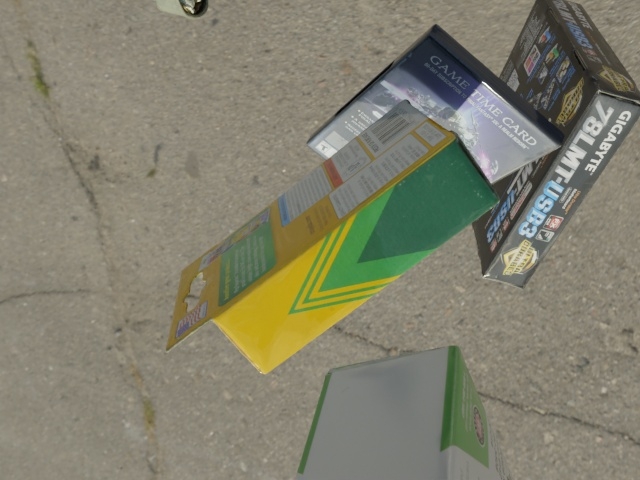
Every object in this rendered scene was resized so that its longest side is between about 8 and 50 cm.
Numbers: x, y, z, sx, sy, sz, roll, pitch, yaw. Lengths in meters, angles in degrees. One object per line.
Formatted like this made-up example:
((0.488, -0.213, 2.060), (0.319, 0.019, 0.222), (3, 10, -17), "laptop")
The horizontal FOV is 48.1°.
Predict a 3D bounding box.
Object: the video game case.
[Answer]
((0.126, -0.123, 0.878), (0.196, 0.026, 0.274), (36, 147, -14), "video game case")

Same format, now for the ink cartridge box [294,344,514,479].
((0.069, 0.197, 0.405), (0.093, 0.160, 0.219), (-17, 116, 22), "ink cartridge box")

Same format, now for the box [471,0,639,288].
((0.288, -0.139, 0.968), (0.073, 0.293, 0.295), (13, 128, -10), "box")

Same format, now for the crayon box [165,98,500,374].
((0.000, 0.000, 0.731), (0.323, 0.203, 0.083), (-36, 110, 7), "crayon box")

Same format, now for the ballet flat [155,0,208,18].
((-0.143, -0.303, 0.719), (0.068, 0.072, 0.213), (22, 160, 5), "ballet flat")
